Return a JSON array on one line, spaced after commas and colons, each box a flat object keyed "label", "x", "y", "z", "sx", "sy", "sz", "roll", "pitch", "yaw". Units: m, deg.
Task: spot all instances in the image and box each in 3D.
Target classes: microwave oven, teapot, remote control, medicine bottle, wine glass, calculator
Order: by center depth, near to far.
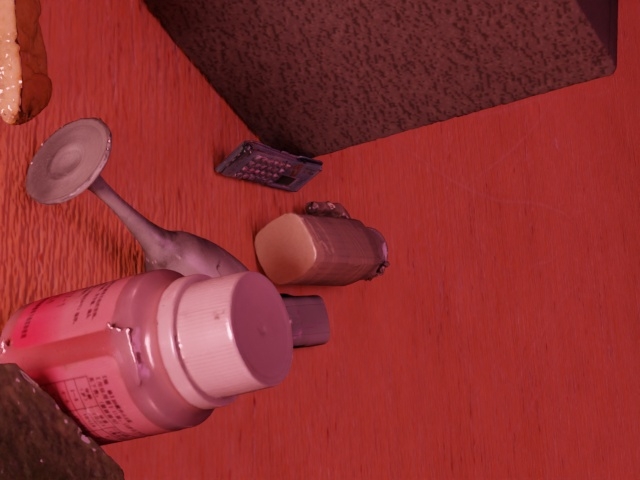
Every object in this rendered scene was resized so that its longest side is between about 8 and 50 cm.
[{"label": "medicine bottle", "x": -0.152, "y": 0.100, "z": 1.411, "sx": 0.147, "sy": 0.247, "sz": 0.147, "roll": 35, "pitch": 48, "yaw": -52}, {"label": "wine glass", "x": -0.142, "y": -0.062, "z": 1.650, "sx": 0.309, "sy": 0.096, "sz": 0.264, "roll": 47, "pitch": 45, "yaw": -43}, {"label": "microwave oven", "x": 0.073, "y": -0.317, "z": 1.818, "sx": 0.374, "sy": 0.432, "sz": 0.236, "roll": 49, "pitch": 38, "yaw": -40}, {"label": "remote control", "x": -0.040, "y": 0.091, "z": 1.853, "sx": 0.166, "sy": 0.029, "sz": 0.065, "roll": 1, "pitch": 77, "yaw": -61}, {"label": "calculator", "x": -0.055, "y": -0.085, "z": 1.880, "sx": 0.172, "sy": 0.057, "sz": 0.018, "roll": 12, "pitch": 44, "yaw": -61}, {"label": "teapot", "x": 0.000, "y": 0.000, "z": 1.928, "sx": 0.200, "sy": 0.077, "sz": 0.107, "roll": 5, "pitch": 53, "yaw": -61}]

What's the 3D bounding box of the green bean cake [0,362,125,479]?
[{"label": "green bean cake", "x": -0.259, "y": 0.216, "z": 1.326, "sx": 0.185, "sy": 0.094, "sz": 0.183, "roll": 56, "pitch": 34, "yaw": -33}]

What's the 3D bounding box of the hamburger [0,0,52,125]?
[{"label": "hamburger", "x": -0.308, "y": -0.216, "z": 1.427, "sx": 0.131, "sy": 0.124, "sz": 0.262, "roll": 27, "pitch": 57, "yaw": -78}]
